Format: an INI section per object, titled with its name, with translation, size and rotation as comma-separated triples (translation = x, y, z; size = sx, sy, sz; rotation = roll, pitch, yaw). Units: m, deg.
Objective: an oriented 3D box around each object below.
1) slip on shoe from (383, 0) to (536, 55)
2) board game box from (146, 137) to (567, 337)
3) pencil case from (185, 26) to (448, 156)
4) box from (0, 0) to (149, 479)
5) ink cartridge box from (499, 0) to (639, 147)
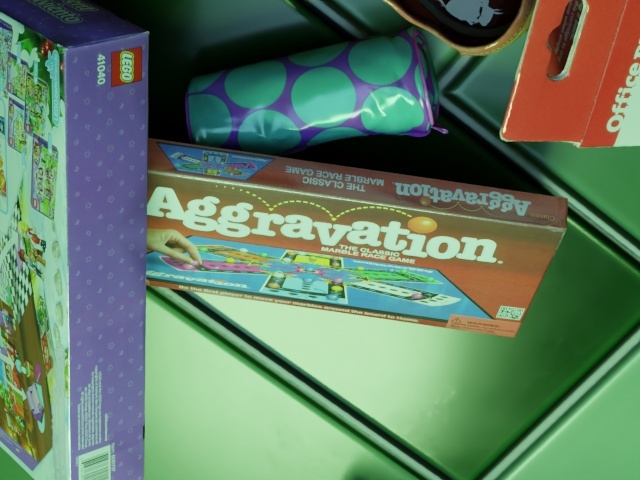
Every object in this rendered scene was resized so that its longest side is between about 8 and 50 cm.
[slip on shoe]
translation = 0.004, -0.224, 0.853
size = 0.331, 0.101, 0.123
rotation = 41, 112, -15
[board game box]
translation = 0.000, 0.000, 0.963
size = 0.281, 0.027, 0.145
rotation = 8, 148, -2
[pencil case]
translation = -0.003, -0.082, 0.942
size = 0.152, 0.064, 0.070
rotation = -13, 97, 9
[box]
translation = -0.178, -0.012, 0.916
size = 0.057, 0.201, 0.293
rotation = -17, 124, -36
[ink cartridge box]
translation = 0.202, -0.127, 0.856
size = 0.231, 0.078, 0.134
rotation = -2, 125, -22
